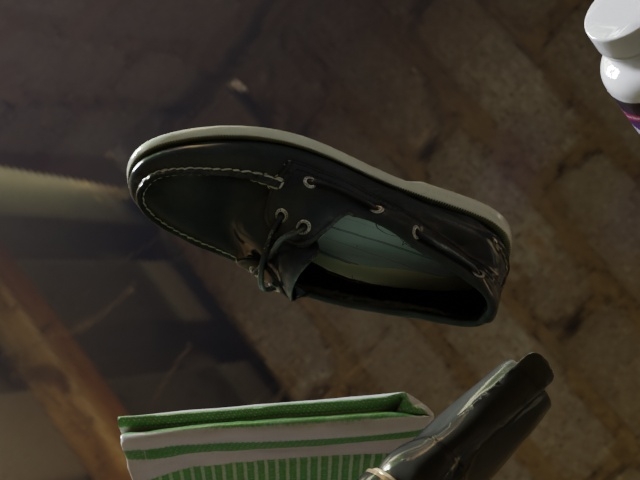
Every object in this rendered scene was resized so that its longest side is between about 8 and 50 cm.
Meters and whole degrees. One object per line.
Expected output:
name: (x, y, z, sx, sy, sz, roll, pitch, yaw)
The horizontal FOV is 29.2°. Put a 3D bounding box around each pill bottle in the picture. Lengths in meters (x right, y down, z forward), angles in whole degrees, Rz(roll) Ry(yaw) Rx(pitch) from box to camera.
pill bottle: (0.313, -0.140, 1.079, 0.193, 0.108, 0.108, 44, -164, -32)

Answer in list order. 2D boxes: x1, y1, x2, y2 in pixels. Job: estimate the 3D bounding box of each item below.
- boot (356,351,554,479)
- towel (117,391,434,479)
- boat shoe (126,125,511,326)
boot: (0.082, 0.145, 0.773, 0.077, 0.137, 0.198, 47, 167, 8)
towel: (-0.020, 0.238, 1.000, 0.038, 0.248, 0.325, -95, -1, -45)
boat shoe: (-0.001, 0.003, 1.033, 0.340, 0.127, 0.113, 18, -137, -12)
